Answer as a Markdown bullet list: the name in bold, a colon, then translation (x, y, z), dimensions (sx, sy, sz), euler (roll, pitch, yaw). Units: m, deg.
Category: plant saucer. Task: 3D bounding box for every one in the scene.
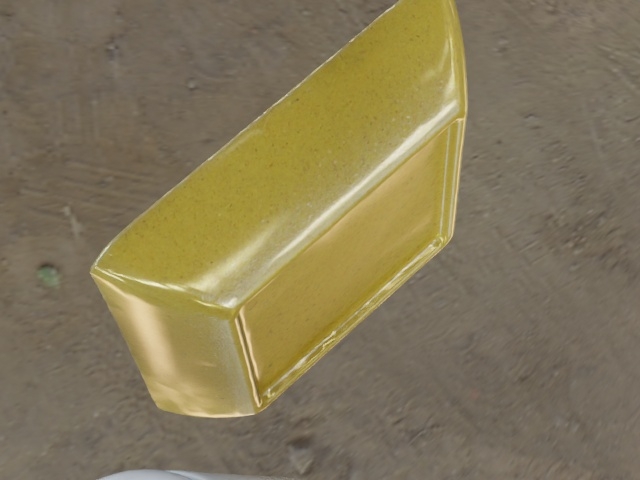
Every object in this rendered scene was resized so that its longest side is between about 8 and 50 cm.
- **plant saucer**: translation (0.000, 0.000, 1.097), dimensions (0.333, 0.333, 0.081), euler (-41, 71, -14)

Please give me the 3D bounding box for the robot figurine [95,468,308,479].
- **robot figurine**: translation (-0.077, 0.262, 0.981), dimensions (0.300, 0.353, 0.199), euler (16, 89, 33)
